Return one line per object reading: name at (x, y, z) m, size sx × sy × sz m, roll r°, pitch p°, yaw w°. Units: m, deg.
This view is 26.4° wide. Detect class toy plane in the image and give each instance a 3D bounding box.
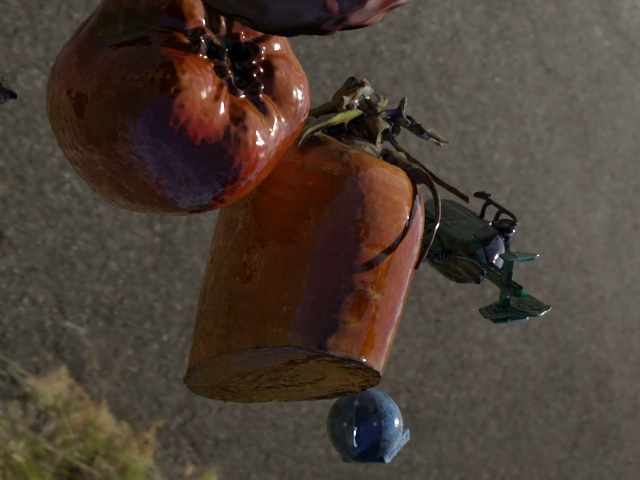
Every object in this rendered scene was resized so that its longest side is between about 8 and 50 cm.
toy plane at (0.200, 0.023, 1.838) m, size 0.155 × 0.382 × 0.106 m, roll -6°, pitch 115°, yaw -23°

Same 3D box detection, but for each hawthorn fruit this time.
hawthorn fruit at (-0.139, -0.110, 1.128) m, size 0.207 × 0.243 × 0.207 m, roll 13°, pitch 69°, yaw -36°

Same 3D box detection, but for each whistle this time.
whistle at (0.053, 0.199, 1.492) m, size 0.158 × 0.090 × 0.090 m, roll -22°, pitch 127°, yaw -72°

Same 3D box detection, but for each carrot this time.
carrot at (0.000, 0.000, 1.268) m, size 0.193 × 0.214 × 0.331 m, roll 19°, pitch 80°, yaw -35°

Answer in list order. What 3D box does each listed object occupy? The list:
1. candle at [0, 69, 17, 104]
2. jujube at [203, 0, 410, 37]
candle at (-0.315, -0.092, 1.064) m, size 0.048 × 0.162 × 0.053 m, roll 57°, pitch 10°, yaw -21°
jujube at (-0.003, -0.246, 0.904) m, size 0.232 × 0.213 × 0.213 m, roll -71°, pitch 160°, yaw -51°
